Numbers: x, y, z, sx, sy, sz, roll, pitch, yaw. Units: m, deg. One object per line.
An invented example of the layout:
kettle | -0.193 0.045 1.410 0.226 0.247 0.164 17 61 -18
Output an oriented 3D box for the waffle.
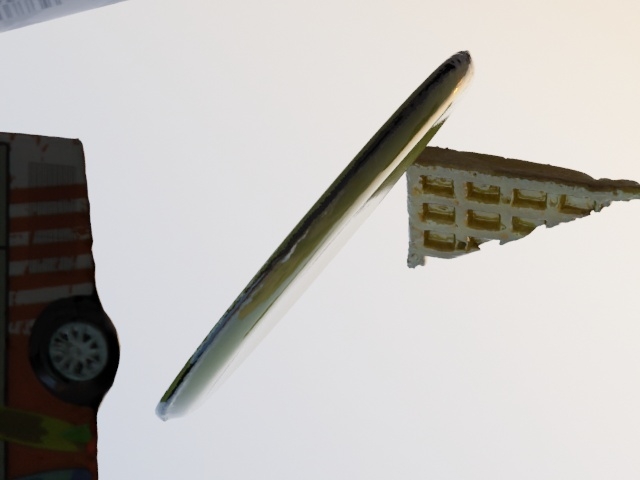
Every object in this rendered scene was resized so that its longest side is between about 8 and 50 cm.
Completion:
waffle | 0.158 -0.009 1.051 0.191 0.125 0.032 12 -137 17

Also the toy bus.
toy bus | -0.148 0.148 0.658 0.092 0.093 0.408 6 -112 -27

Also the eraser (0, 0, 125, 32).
eraser | -0.226 -0.282 1.320 0.397 0.082 0.213 -15 -140 -5

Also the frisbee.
frisbee | 0.000 0.000 0.689 0.017 0.236 0.236 40 -158 2
